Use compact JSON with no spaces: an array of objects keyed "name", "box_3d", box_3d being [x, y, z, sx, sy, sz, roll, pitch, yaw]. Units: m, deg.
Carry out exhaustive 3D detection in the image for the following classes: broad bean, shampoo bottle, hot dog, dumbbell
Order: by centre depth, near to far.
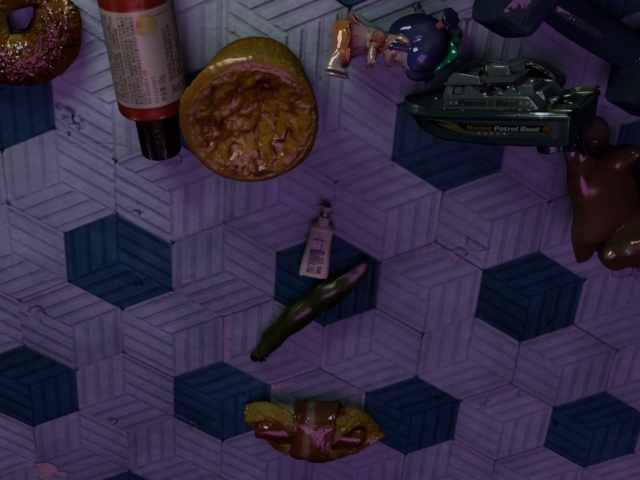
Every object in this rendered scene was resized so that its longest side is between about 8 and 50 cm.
[{"name":"dumbbell","box_3d":[0.378,-0.299,1.540,0.325,0.144,0.160,27,122,-19]},{"name":"shampoo bottle","box_3d":[-0.250,-0.245,1.589,0.104,0.104,0.278,-4,124,2]},{"name":"shampoo bottle","box_3d":[0.000,0.000,1.801,0.049,0.034,0.141,12,123,0]},{"name":"broad bean","box_3d":[-0.028,0.122,1.875,0.297,0.043,0.060,-39,143,23]},{"name":"hot dog","box_3d":[-0.010,0.351,2.001,0.262,0.093,0.123,1,123,-2]}]

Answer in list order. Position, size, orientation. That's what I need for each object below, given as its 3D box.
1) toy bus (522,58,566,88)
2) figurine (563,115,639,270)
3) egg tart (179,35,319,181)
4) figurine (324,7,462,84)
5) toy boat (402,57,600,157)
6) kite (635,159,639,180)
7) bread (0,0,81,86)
[{"name":"toy bus","box_3d":[0.318,-0.209,1.640,0.060,0.075,0.123,36,124,22]},{"name":"figurine","box_3d":[0.475,-0.056,1.678,0.173,0.177,0.247,5,120,26]},{"name":"egg tart","box_3d":[-0.102,-0.203,1.594,0.203,0.147,0.202,-1,125,-2]},{"name":"figurine","box_3d":[0.107,-0.279,1.565,0.195,0.111,0.102,5,93,1]},{"name":"toy boat","box_3d":[0.246,-0.193,1.576,0.296,0.114,0.122,9,119,34]},{"name":"kite","box_3d":[0.565,-0.177,1.705,0.232,0.009,0.189,-35,119,21]},{"name":"bread","box_3d":[-0.438,-0.303,1.573,0.193,0.064,0.193,-1,121,-2]}]
